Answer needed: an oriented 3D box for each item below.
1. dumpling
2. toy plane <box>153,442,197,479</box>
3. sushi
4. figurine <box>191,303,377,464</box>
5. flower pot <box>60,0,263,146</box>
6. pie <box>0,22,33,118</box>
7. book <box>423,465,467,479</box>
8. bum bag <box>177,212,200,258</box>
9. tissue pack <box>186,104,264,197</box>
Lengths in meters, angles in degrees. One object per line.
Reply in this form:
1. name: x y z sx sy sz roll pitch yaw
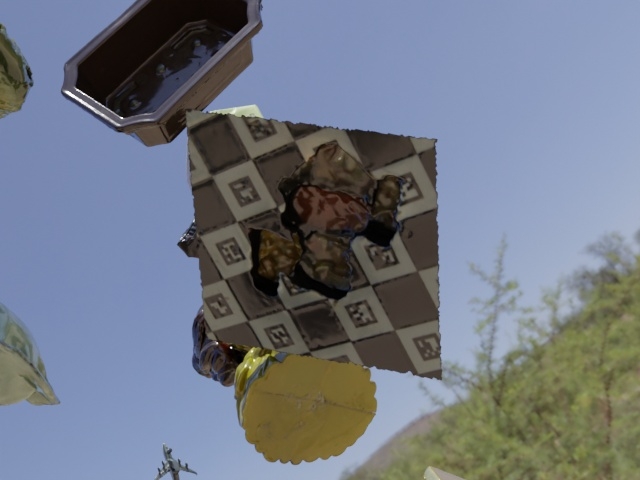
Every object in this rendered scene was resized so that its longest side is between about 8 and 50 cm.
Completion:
1. dumpling: -0.404 0.129 1.097 0.152 0.219 0.108 -35 24 33
2. toy plane: -0.214 0.334 1.270 0.078 0.084 0.024 2 -25 -46
3. sushi: 0.000 0.000 0.948 0.059 0.294 0.292 -48 -39 -54
4. figurine: -0.085 0.158 1.200 0.187 0.315 0.168 -12 -67 -27
5. flower pot: -0.186 -0.219 1.097 0.251 0.179 0.084 -47 -30 -18
6. pie: -0.559 -0.260 1.164 0.296 0.371 0.078 123 168 -60
7. book: 0.362 0.495 1.385 0.389 0.269 0.032 26 -78 -22
8. bum bag: -0.202 -0.023 1.500 0.034 0.058 0.124 -4 52 46
9. tissue pack: -0.108 -0.062 1.294 0.125 0.234 0.159 -15 -36 -20
